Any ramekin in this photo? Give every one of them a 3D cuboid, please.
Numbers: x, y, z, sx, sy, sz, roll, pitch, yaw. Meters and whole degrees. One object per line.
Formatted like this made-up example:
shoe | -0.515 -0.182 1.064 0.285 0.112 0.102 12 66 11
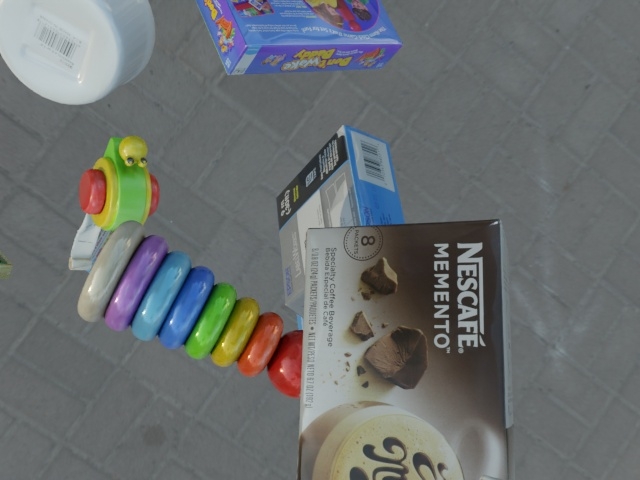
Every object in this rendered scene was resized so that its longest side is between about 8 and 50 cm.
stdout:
ramekin | -0.461 -0.388 1.386 0.278 0.135 0.277 5 125 7

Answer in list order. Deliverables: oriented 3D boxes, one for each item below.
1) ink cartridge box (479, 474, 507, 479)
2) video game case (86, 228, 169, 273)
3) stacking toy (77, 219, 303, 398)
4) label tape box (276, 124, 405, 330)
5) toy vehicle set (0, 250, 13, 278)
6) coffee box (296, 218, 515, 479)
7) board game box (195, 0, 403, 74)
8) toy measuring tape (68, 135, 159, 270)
ink cartridge box | 0.153 0.193 0.326 0.176 0.128 0.127 21 82 -34
video game case | -0.356 0.041 1.391 0.166 0.015 0.119 36 57 -11
stacking toy | -0.132 0.102 0.965 0.331 0.141 0.141 26 86 -7
label tape box | 0.000 0.000 1.310 0.106 0.334 0.240 17 48 -30
toy vehicle set | -0.798 0.027 1.539 0.267 0.166 0.035 0 119 -52
coffee box | 0.077 0.140 0.629 0.168 0.119 0.297 -2 74 17
board game box | -0.045 -0.418 1.331 0.347 0.078 0.233 -12 71 -37
toy measuring tape | -0.336 -0.029 1.183 0.121 0.121 0.330 26 128 -11
